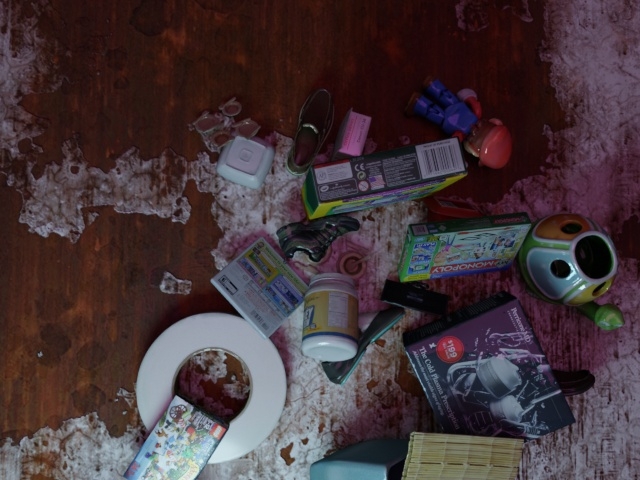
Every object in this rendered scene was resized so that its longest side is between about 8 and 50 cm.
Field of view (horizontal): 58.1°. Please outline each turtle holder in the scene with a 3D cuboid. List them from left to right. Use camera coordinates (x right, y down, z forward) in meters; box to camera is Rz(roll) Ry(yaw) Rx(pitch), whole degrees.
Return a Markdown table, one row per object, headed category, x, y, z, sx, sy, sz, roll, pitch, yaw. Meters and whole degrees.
| category | x | y | z | sx | sy | sz | roll | pitch | yaw |
| --- | --- | --- | --- | --- | --- | --- | --- | --- | --- |
| turtle holder | 0.681 | 0.082 | 1.563 | 0.243 | 0.227 | 0.320 | 0 | 86 | -7 |

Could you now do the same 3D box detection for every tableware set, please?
| category | x | y | z | sx | sy | sz | roll | pitch | yaw |
| --- | --- | --- | --- | --- | --- | --- | --- | --- | --- |
| tableware set | -0.255 | -0.314 | 1.559 | 0.141 | 0.020 | 0.168 | -34 | 61 | -16 |
| tableware set | 0.040 | 0.047 | 1.588 | 0.194 | 0.039 | 0.128 | 24 | 84 | -4 |

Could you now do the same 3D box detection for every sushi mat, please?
| category | x | y | z | sx | sy | sz | roll | pitch | yaw |
| --- | --- | --- | --- | --- | --- | --- | --- | --- | --- |
| sushi mat | 0.338 | 0.529 | 1.363 | 0.316 | 0.019 | 0.151 | 11 | 95 | -21 |

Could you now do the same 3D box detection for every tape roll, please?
| category | x | y | z | sx | sy | sz | roll | pitch | yaw |
| --- | --- | --- | --- | --- | --- | --- | --- | --- | --- |
| tape roll | -0.280 | 0.380 | 1.515 | 0.392 | 0.072 | 0.392 | 0 | 86 | -6 |

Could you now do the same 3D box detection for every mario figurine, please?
| category | x | y | z | sx | sy | sz | roll | pitch | yaw |
| --- | --- | --- | --- | --- | --- | --- | --- | --- | --- |
| mario figurine | 0.394 | -0.311 | 1.633 | 0.320 | 0.170 | 0.198 | 41 | 119 | 8 |

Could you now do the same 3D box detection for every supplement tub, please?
| category | x | y | z | sx | sy | sz | roll | pitch | yaw |
| --- | --- | --- | --- | --- | --- | --- | --- | --- | --- |
| supplement tub | 0.027 | 0.199 | 1.498 | 0.144 | 0.144 | 0.199 | 6 | 60 | -6 |

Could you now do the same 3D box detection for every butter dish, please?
| category | x | y | z | sx | sy | sz | roll | pitch | yaw |
| --- | --- | --- | --- | --- | --- | --- | --- | --- | --- |
| butter dish | 0.359 | -0.047 | 1.591 | 0.160 | 0.160 | 0.118 | 9 | 109 | -6 |

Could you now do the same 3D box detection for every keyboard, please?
| category | x | y | z | sx | sy | sz | roll | pitch | yaw |
| --- | --- | --- | --- | --- | --- | --- | --- | --- | --- |
| keyboard | 0.261 | 0.152 | 1.586 | 0.180 | 0.023 | 0.108 | 15 | 48 | 9 |

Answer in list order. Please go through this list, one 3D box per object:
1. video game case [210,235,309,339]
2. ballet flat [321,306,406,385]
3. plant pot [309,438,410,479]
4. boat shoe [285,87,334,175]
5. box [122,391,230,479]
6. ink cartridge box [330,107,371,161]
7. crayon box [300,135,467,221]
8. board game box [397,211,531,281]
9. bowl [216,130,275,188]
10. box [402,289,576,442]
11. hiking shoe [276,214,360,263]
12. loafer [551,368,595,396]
| category | x | y | z | sx | sy | sz | roll | pitch | yaw |
| --- | --- | --- | --- | --- | --- | --- | --- | --- | --- |
| video game case | -0.153 | 0.123 | 1.534 | 0.212 | 0.023 | 0.193 | 47 | 59 | -1 |
| ballet flat | 0.108 | 0.263 | 1.558 | 0.096 | 0.095 | 0.280 | 42 | 83 | 10 |
| plant pot | 0.112 | 0.636 | 1.443 | 0.252 | 0.248 | 0.247 | -4 | 85 | 33 |
| boat shoe | -0.020 | -0.302 | 1.577 | 0.095 | 0.095 | 0.257 | 17 | 84 | -5 |
| box | -0.356 | 0.522 | 1.439 | 0.159 | 0.044 | 0.233 | 33 | 85 | -3 |
| ink cartridge box | 0.080 | -0.268 | 1.534 | 0.067 | 0.198 | 0.115 | 15 | 85 | -5 |
| crayon box | 0.143 | -0.149 | 1.475 | 0.363 | 0.313 | 0.106 | -12 | 87 | -7 |
| board game box | 0.378 | 0.021 | 1.547 | 0.317 | 0.213 | 0.046 | -6 | 53 | -7 |
| bowl | -0.204 | -0.226 | 1.574 | 0.142 | 0.053 | 0.142 | 23 | 83 | -3 |
| box | 0.426 | 0.352 | 1.508 | 0.312 | 0.179 | 0.343 | -26 | 89 | 6 |
| hiking shoe | 0.000 | 0.000 | 1.545 | 0.227 | 0.086 | 0.114 | -11 | 85 | -5 |
| loafer | 0.660 | 0.395 | 1.612 | 0.220 | 0.080 | 0.078 | -15 | 88 | -7 |
